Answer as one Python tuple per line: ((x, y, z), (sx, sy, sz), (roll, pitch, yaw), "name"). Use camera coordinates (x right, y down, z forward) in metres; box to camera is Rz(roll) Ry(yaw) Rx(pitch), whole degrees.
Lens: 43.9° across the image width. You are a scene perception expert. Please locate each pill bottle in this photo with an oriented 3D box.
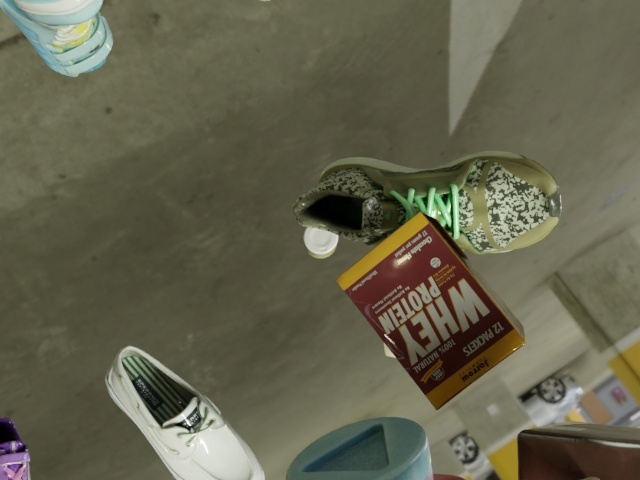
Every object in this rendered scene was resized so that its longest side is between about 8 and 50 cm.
((0.000, 0.000, 1.494), (0.065, 0.065, 0.116), (-32, 175, -5), "pill bottle")

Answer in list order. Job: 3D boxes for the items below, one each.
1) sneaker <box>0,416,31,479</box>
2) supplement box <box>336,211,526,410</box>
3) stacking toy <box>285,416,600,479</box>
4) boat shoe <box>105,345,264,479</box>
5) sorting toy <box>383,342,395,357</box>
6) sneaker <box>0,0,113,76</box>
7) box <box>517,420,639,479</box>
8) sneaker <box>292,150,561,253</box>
((-0.461, 0.351, 1.162), (0.095, 0.236, 0.104), (14, 117, -46), "sneaker")
((0.143, 0.080, 0.988), (0.129, 0.191, 0.194), (-39, 171, 10), "supplement box")
((0.067, 0.218, 0.607), (0.280, 0.130, 0.309), (-14, -169, 23), "stacking toy")
((-0.154, 0.208, 0.887), (0.083, 0.226, 0.075), (-49, 171, -34), "boat shoe")
((0.208, 0.064, 1.569), (0.255, 0.089, 0.257), (-50, 142, -43), "sorting toy")
((-0.342, -0.311, 1.110), (0.127, 0.319, 0.208), (-45, 133, -11), "sneaker")
((0.287, 0.362, 0.701), (0.191, 0.381, 0.143), (-3, 174, 39), "box")
((0.135, -0.037, 1.152), (0.410, 0.158, 0.182), (1, -163, 34), "sneaker")
